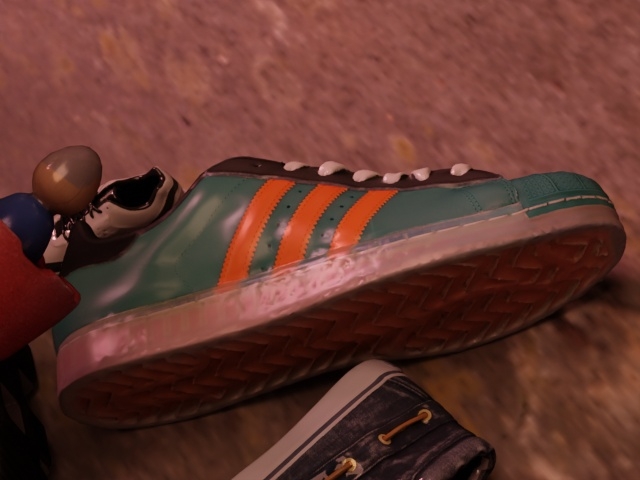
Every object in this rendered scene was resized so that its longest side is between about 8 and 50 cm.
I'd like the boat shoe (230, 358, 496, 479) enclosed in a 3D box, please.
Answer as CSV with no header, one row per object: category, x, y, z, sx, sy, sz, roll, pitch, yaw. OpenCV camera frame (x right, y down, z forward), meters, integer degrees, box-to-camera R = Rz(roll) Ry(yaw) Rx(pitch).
boat shoe,0.000,0.142,0.914,0.083,0.065,0.183,34,72,31

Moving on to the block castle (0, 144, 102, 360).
block castle,-0.311,-0.113,0.950,0.213,0.303,0.453,-42,37,-4

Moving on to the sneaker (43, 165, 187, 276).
sneaker,-0.126,-0.013,1.059,0.109,0.044,0.040,-22,58,3

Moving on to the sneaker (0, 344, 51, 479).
sneaker,-0.206,0.143,0.943,0.146,0.122,0.330,-23,45,2

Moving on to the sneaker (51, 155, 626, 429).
sneaker,0.000,0.000,0.977,0.302,0.108,0.121,-15,60,8
